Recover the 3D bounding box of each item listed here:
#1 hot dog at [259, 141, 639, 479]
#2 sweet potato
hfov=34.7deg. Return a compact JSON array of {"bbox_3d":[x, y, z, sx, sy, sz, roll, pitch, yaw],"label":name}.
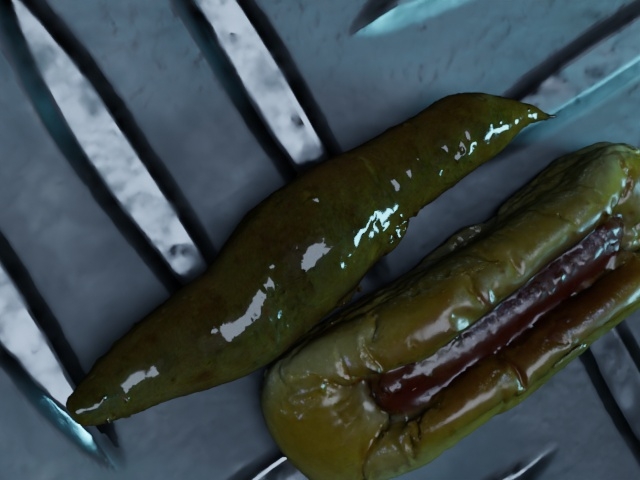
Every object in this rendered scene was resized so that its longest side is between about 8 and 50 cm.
[{"bbox_3d":[0.084,0.037,0.503,0.242,0.073,0.084,-32,99,-11],"label":"hot dog"},{"bbox_3d":[0.000,0.000,0.481,0.274,0.067,0.067,-36,104,-11],"label":"sweet potato"}]
